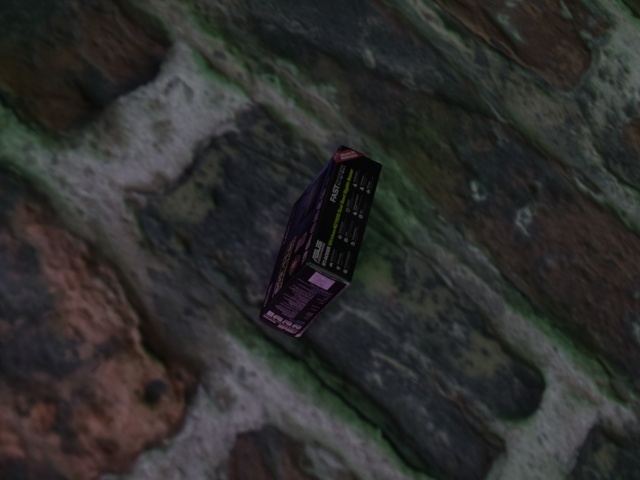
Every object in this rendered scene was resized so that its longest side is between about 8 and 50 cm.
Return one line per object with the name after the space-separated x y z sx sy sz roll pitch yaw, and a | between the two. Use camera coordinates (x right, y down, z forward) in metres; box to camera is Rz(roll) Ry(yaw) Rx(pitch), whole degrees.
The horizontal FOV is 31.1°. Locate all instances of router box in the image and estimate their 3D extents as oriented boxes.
0.000 0.000 0.875 0.038 0.092 0.122 26 52 -12 | router box
